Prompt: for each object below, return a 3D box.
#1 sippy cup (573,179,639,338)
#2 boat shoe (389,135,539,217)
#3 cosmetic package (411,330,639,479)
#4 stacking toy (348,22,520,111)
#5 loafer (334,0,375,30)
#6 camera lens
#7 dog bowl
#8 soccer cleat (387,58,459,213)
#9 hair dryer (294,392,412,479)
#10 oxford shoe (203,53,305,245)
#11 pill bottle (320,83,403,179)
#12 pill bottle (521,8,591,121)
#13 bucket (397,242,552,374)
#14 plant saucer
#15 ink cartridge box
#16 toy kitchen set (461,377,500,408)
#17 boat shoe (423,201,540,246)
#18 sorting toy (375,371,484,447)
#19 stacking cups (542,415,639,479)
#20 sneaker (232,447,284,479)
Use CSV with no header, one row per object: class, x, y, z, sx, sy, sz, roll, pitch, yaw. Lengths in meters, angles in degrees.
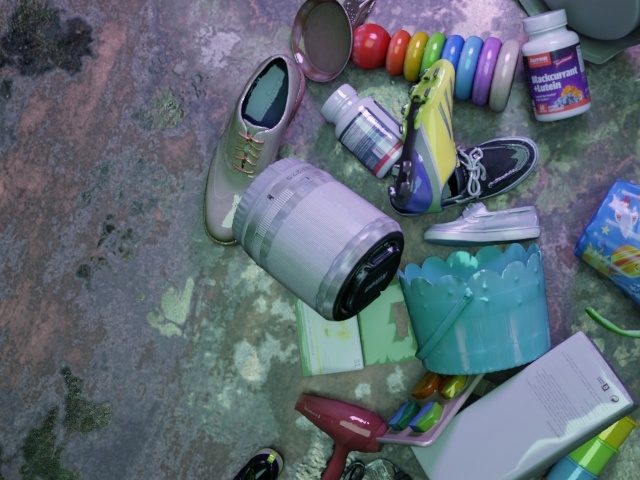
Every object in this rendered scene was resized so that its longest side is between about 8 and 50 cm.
sippy cup,0.601,0.008,1.505,0.224,0.240,0.305,30,51,16
boat shoe,0.278,-0.128,1.587,0.306,0.105,0.113,-15,86,4
cosmetic package,0.369,0.334,1.469,0.365,0.197,0.155,-36,67,12
stacking toy,0.212,-0.349,1.601,0.330,0.141,0.141,13,89,12
loafer,0.073,-0.472,1.651,0.056,0.050,0.148,31,75,11
camera lens,0.000,0.000,1.525,0.274,0.219,0.219,37,91,23
dog bowl,0.492,-0.484,1.478,0.102,0.349,0.349,-41,84,-11
soccer cleat,0.210,-0.189,1.521,0.121,0.093,0.289,15,85,-21
hair dryer,0.039,0.423,1.595,0.223,0.080,0.294,-27,85,4
oxford shoe,-0.146,-0.181,1.604,0.140,0.146,0.397,17,91,3
pill bottle,0.090,-0.216,1.606,0.180,0.108,0.108,45,92,6
pill bottle,0.442,-0.332,1.555,0.108,0.108,0.194,-15,104,4
bucket,0.284,0.121,1.496,0.281,0.281,0.183,-10,95,5
plant saucer,0.009,-0.399,1.622,0.168,0.029,0.169,14,110,42
ink cartridge box,0.073,0.168,1.618,0.235,0.056,0.171,-8,86,7
toy kitchen set,0.301,0.298,1.603,0.083,0.075,0.068,19,85,45
boat shoe,0.312,-0.033,1.599,0.227,0.079,0.081,-3,80,-1
sorting toy,0.202,0.295,1.500,0.208,0.193,0.038,-43,96,-23
stacking cups,0.472,0.446,1.560,0.096,0.096,0.316,35,96,6
sneaker,-0.157,0.502,1.600,0.084,0.097,0.235,31,90,6
